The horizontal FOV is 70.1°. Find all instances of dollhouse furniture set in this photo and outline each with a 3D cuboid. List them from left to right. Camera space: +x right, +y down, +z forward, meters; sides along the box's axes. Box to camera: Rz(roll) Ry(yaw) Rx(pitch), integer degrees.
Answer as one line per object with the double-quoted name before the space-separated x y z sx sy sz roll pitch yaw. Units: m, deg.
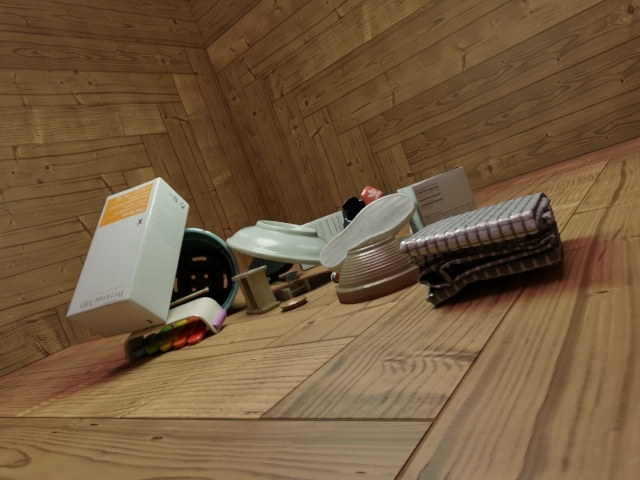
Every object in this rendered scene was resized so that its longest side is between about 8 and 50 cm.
"dollhouse furniture set" -0.156 0.136 1.435 0.183 0.129 0.129 -24 5 -37

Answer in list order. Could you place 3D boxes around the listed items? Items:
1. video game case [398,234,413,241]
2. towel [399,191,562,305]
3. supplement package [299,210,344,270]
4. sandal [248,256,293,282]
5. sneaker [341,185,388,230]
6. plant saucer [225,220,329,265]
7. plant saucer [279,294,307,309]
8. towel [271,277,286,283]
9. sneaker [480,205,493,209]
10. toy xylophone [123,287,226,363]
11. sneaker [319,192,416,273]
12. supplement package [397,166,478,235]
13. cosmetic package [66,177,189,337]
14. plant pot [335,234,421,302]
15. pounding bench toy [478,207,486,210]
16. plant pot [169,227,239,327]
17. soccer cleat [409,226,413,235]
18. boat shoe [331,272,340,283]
"video game case" 0.215 0.040 1.579 0.274 0.035 0.248 -22 3 -34
"towel" 0.304 0.008 0.823 0.235 0.121 0.283 -17 3 29
"supplement package" 0.000 0.000 2.152 0.262 0.198 0.199 -21 2 -6
"sandal" -0.211 0.125 2.066 0.107 0.168 0.445 20 -22 -28
"sneaker" 0.110 -0.046 1.405 0.350 0.148 0.131 -51 6 49
"plant saucer" -0.122 -0.003 1.589 0.400 0.101 0.400 10 6 -1
"plant saucer" -0.074 0.176 1.271 0.083 0.015 0.083 -21 3 1
"towel" -0.177 0.176 1.986 0.060 0.009 0.083 -21 3 -20
"sneaker" 0.487 -0.061 1.424 0.144 0.053 0.059 -28 0 18
"toy xylophone" -0.437 0.251 1.389 0.322 0.081 0.236 -18 18 18
"sneaker" 0.151 -0.002 1.257 0.292 0.108 0.169 -36 -34 12
"supplement package" 0.331 -0.076 1.265 0.149 0.203 0.194 -21 4 -1
"cosmetic package" -0.576 0.045 1.407 0.230 0.453 0.161 -16 -39 18
"plant pot" 0.137 0.057 1.101 0.237 0.110 0.237 -21 4 2
"pounding bench toy" 0.459 -0.052 1.295 0.083 0.065 0.052 -24 5 -42
"plant pot" -0.468 0.152 1.700 0.341 0.341 0.334 -21 -5 -11
"soccer cleat" 0.406 -0.055 1.718 0.076 0.068 0.196 -13 4 44
"boat shoe" 0.095 0.093 1.355 0.137 0.049 0.043 -17 3 -28
